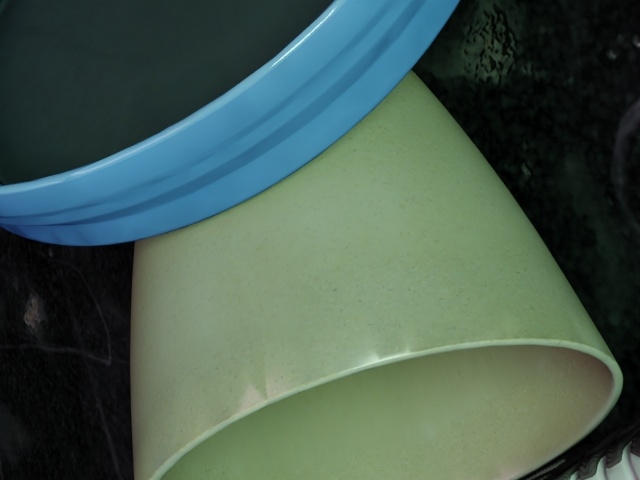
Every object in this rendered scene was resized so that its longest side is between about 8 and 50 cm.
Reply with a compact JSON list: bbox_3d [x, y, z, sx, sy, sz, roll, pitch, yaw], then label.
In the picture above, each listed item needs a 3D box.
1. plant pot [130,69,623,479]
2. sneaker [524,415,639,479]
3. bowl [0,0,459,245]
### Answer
[{"bbox_3d":[0.000,0.000,0.697,0.256,0.256,0.274,-49,47,44],"label":"plant pot"},{"bbox_3d":[0.206,0.154,0.595,0.162,0.106,0.281,56,142,9],"label":"sneaker"},{"bbox_3d":[-0.082,-0.168,0.673,0.391,0.077,0.391,-18,50,22],"label":"bowl"}]
